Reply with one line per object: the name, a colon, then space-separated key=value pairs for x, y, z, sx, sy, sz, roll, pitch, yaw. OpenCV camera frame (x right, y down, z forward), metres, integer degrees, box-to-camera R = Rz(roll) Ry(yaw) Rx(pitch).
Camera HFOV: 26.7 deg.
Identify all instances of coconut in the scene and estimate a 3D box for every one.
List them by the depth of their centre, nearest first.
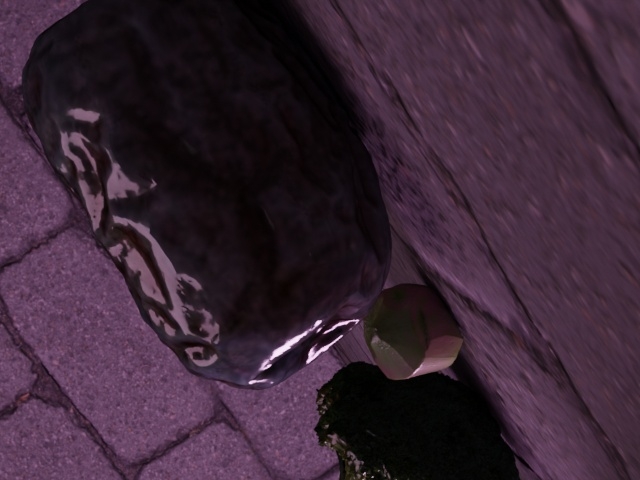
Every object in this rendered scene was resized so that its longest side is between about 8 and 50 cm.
coconut: x=0.075 y=0.077 z=1.170 sx=0.082 sy=0.081 sz=0.083 roll=53 pitch=131 yaw=37

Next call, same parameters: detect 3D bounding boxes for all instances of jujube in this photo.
jujube: x=-0.078 y=-0.052 z=0.991 sx=0.317 sy=0.226 sz=0.226 roll=57 pitch=176 yaw=3

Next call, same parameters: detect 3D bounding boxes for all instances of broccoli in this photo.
broccoli: x=0.067 y=0.251 z=1.350 sx=0.254 sy=0.269 sz=0.269 roll=41 pitch=167 yaw=44
